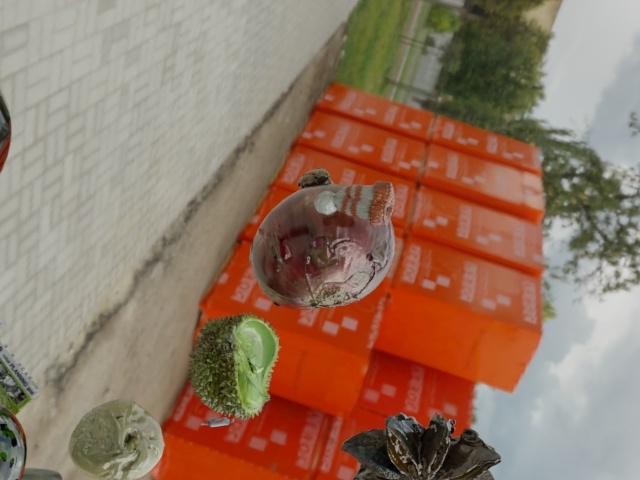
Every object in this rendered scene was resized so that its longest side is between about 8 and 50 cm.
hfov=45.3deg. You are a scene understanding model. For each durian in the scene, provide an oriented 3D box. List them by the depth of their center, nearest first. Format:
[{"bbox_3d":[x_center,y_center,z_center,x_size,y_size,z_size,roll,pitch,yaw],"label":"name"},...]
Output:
[{"bbox_3d":[-0.198,0.277,1.719,0.200,0.177,0.236,21,71,-68],"label":"durian"}]

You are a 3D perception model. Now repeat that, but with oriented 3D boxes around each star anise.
[{"bbox_3d":[0.202,0.437,1.512,0.117,0.332,0.331,-71,178,-49],"label":"star anise"}]

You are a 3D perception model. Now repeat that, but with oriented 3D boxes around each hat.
[{"bbox_3d":[0.069,-0.081,1.585,0.112,0.163,0.093,56,46,-70],"label":"hat"}]

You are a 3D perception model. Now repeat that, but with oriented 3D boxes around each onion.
[{"bbox_3d":[0.003,0.021,1.799,0.353,0.354,0.353,19,90,-87],"label":"onion"}]

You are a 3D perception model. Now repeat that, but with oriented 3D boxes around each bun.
[{"bbox_3d":[-0.516,0.508,1.948,0.116,0.237,0.209,144,-60,-60],"label":"bun"}]

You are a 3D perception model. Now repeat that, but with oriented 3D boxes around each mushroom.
[{"bbox_3d":[-0.747,0.599,1.842,0.118,0.270,0.103,-171,-90,-67],"label":"mushroom"}]

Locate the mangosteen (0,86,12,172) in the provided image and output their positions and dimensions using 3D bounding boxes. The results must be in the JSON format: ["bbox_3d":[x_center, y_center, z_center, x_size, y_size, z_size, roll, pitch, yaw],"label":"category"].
[{"bbox_3d":[-0.659,-0.132,1.116,0.435,0.382,0.382,-62,-178,31],"label":"mangosteen"}]

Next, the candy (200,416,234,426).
[{"bbox_3d":[-0.253,0.448,1.890,0.030,0.083,0.020,130,-45,-70],"label":"candy"}]

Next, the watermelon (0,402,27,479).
[{"bbox_3d":[-0.679,0.406,1.398,0.269,0.269,0.268,19,90,-87],"label":"watermelon"}]

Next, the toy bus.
[{"bbox_3d":[-0.774,0.262,1.781,0.139,0.301,0.113,-36,-158,-23],"label":"toy bus"}]
